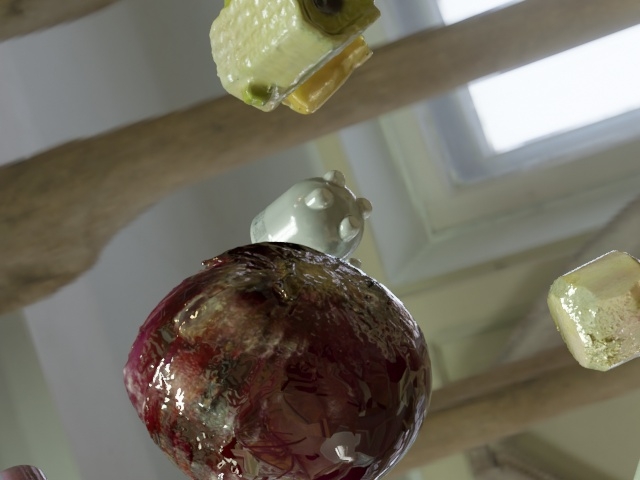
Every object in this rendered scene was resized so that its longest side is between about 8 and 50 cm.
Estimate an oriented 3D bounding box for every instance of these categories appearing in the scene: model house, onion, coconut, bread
[{"bbox_3d":[-0.023,-0.283,1.859,0.175,0.193,0.234,24,-126,-27],"label":"model house"},{"bbox_3d":[-0.029,0.170,1.612,0.337,0.281,0.260,-1,-146,-50],"label":"onion"},{"bbox_3d":[0.315,0.071,1.568,0.116,0.122,0.116,62,173,13],"label":"coconut"},{"bbox_3d":[-0.014,-0.289,2.313,0.134,0.173,0.085,44,-179,32],"label":"bread"}]

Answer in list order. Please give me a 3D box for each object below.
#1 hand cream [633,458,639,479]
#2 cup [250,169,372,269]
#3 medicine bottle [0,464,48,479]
[{"bbox_3d":[0.238,0.080,0.886,0.050,0.080,0.234,78,-146,-64],"label":"hand cream"},{"bbox_3d":[-0.009,-0.009,2.117,0.134,0.142,0.173,37,-142,-20],"label":"cup"},{"bbox_3d":[-0.313,0.338,1.650,0.188,0.094,0.119,47,173,47],"label":"medicine bottle"}]
